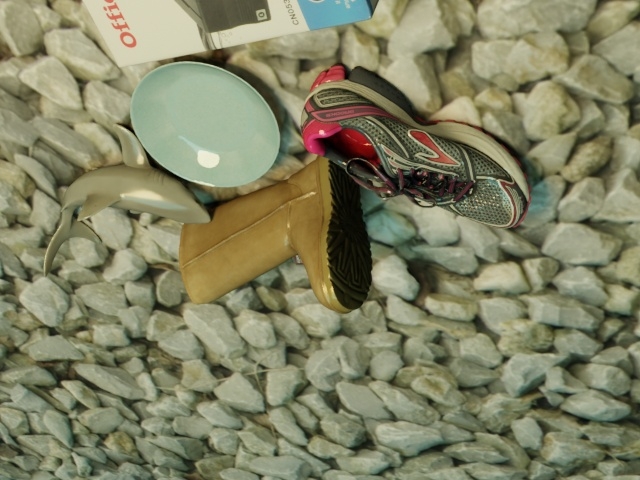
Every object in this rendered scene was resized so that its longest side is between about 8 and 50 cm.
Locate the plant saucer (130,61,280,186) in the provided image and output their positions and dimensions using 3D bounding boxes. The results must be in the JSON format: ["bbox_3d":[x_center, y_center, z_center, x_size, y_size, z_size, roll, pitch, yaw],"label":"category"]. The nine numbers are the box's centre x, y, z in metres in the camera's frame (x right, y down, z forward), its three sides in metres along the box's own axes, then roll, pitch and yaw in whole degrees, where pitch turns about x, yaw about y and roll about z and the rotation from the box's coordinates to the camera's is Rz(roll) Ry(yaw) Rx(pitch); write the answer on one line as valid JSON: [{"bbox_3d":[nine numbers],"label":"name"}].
[{"bbox_3d":[-0.141,-0.152,1.350,0.195,0.037,0.195,9,135,9],"label":"plant saucer"}]

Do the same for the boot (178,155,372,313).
[{"bbox_3d":[-0.065,0.027,1.374,0.269,0.236,0.089,-26,138,32],"label":"boot"}]

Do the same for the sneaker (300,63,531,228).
[{"bbox_3d":[0.109,-0.087,1.280,0.299,0.112,0.121,26,135,-8],"label":"sneaker"}]

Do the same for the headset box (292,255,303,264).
[{"bbox_3d":[0.000,0.000,1.433,0.083,0.062,0.032,-1,132,20],"label":"headset box"}]

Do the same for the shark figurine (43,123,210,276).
[{"bbox_3d":[-0.303,-0.045,1.449,0.278,0.116,0.166,-14,120,34],"label":"shark figurine"}]

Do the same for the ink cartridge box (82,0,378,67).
[{"bbox_3d":[-0.109,-0.323,1.108,0.307,0.129,0.223,-6,131,23],"label":"ink cartridge box"}]
